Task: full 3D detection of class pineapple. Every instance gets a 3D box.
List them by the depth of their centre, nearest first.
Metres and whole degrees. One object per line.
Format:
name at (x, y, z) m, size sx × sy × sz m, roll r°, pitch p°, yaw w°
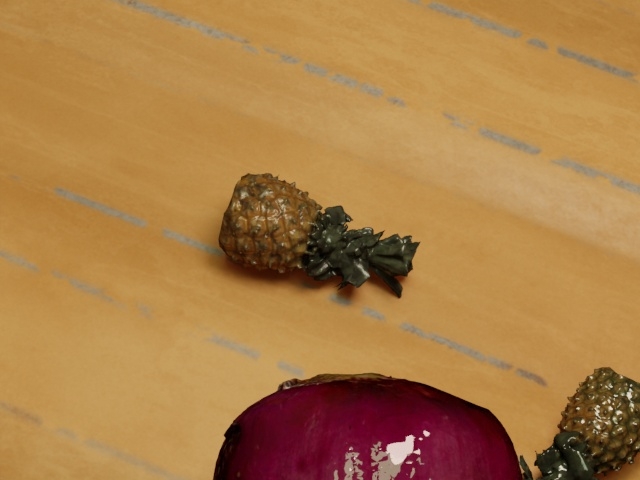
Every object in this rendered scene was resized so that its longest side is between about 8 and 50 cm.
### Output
pineapple at (0.296, 0.263, 1.916) m, size 0.125 × 0.125 × 0.251 m, roll 36°, pitch 69°, yaw 19°
pineapple at (0.000, -0.001, 2.059) m, size 0.248 × 0.128 × 0.128 m, roll 18°, pitch 55°, yaw 2°

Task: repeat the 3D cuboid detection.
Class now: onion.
onion at (0.055, 0.330, 1.725) m, size 0.348 × 0.348 × 0.385 m, roll -4°, pitch 82°, yaw -9°
